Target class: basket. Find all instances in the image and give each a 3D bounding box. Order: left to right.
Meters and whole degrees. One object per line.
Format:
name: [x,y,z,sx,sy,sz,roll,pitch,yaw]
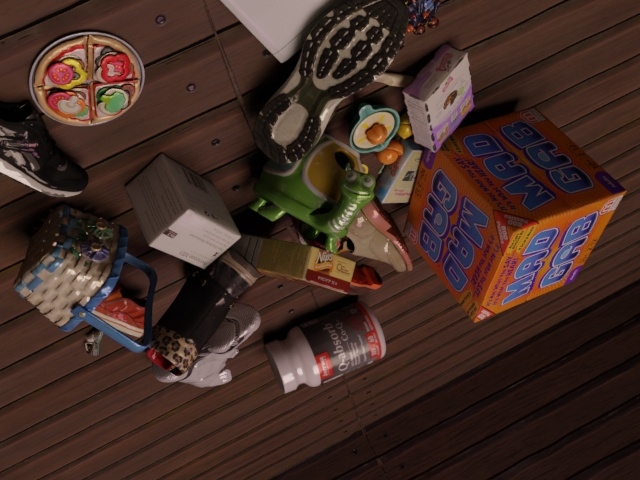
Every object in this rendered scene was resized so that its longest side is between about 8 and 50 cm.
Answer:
basket: [-0.469,0.083,1.411,0.201,0.255,0.289,-36,126,17]

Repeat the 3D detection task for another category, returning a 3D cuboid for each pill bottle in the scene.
pill bottle: [0.015,0.357,2.227,0.362,0.210,0.210,-21,146,-15]

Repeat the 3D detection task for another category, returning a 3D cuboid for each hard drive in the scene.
hard drive: [-0.079,-0.488,1.172,0.233,0.047,0.353,-38,146,12]

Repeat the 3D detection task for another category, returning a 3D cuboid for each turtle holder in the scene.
turtle holder: [-0.015,-0.122,1.499,0.227,0.243,0.320,-61,-178,0]

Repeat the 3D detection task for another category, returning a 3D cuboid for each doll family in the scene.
doll family: [0.178,-0.453,1.394,0.193,0.076,0.111,-30,128,8]

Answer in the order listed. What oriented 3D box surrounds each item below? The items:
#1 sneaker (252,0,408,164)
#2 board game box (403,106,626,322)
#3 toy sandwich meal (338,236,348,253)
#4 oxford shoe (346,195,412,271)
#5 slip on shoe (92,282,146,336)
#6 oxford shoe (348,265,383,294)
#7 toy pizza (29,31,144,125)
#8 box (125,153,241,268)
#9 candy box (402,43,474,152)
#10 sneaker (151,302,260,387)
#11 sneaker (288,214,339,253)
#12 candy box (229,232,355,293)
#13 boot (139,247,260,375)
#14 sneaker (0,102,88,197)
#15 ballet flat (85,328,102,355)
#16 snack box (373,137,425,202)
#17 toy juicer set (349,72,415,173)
sneaker: [0.020,-0.345,1.369,0.158,0.182,0.410,42,120,-10]
board game box: [0.487,-0.074,1.777,0.356,0.356,0.356,-18,143,-21]
toy sandwich meal: [0.069,0.011,1.972,0.085,0.029,0.086,-21,146,-15]
oxford shoe: [0.150,-0.008,1.934,0.146,0.140,0.397,-29,139,11]
slip on shoe: [-0.532,0.137,1.612,0.331,0.123,0.101,38,76,-50]
oxford shoe: [0.088,0.129,2.090,0.098,0.097,0.271,-39,147,24]
toy pizza: [-0.412,-0.279,1.202,0.201,0.032,0.201,-21,146,-15]
box: [-0.295,-0.060,1.448,0.119,0.182,0.181,-40,146,13]
candy box: [0.283,-0.335,1.595,0.165,0.070,0.196,-49,149,-12]
sneaker: [-0.303,0.317,1.998,0.365,0.137,0.210,-32,148,12]
sneaker: [-0.001,0.000,1.793,0.090,0.145,0.270,-33,147,-2]
candy box: [-0.095,0.050,1.656,0.183,0.316,0.088,23,79,-51]
boot: [-0.303,0.168,1.580,0.284,0.138,0.377,-55,-162,-22]
sneaker: [-0.516,-0.172,1.203,0.124,0.107,0.283,-47,144,13]
ballet flat: [-0.600,0.267,1.779,0.041,0.041,0.114,-6,139,-33]
snack box: [0.316,-0.192,1.868,0.322,0.060,0.187,-4,137,-36]
toy juicer set: [0.158,-0.276,1.605,0.209,0.089,0.329,-17,144,-20]
